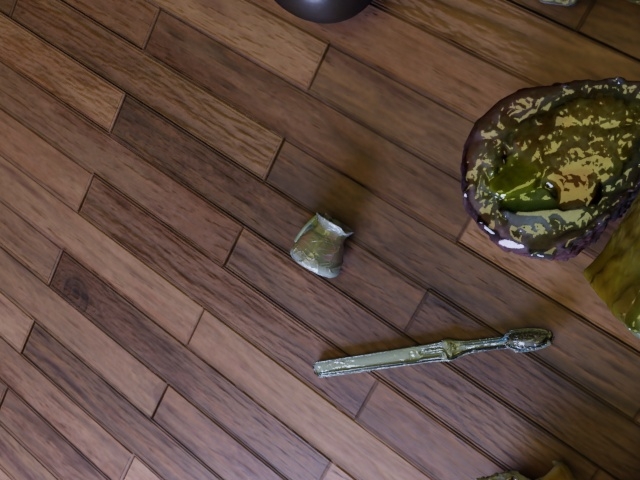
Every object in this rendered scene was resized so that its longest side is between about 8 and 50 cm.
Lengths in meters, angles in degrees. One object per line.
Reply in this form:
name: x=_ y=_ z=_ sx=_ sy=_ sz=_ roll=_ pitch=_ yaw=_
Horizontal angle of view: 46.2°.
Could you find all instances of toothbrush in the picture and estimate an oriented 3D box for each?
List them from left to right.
toothbrush: x=0.116 y=0.128 z=0.848 sx=0.294 sy=0.028 sz=0.026 roll=-13 pitch=86 yaw=31

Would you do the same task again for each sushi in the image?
sushi: x=0.243 y=-0.094 z=0.724 sx=0.161 sy=0.107 sz=0.241 roll=46 pitch=103 yaw=21

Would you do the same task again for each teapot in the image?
teapot: x=0.000 y=0.000 z=0.881 sx=0.083 sy=0.064 sz=0.064 roll=40 pitch=104 yaw=52

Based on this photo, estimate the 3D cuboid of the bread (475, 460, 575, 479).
bread: x=0.232 y=0.308 z=0.771 sx=0.119 sy=0.084 sz=0.177 roll=-35 pitch=82 yaw=25

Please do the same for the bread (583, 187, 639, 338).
bread: x=0.422 y=0.021 z=0.553 sx=0.395 sy=0.264 sz=0.239 roll=26 pitch=108 yaw=4

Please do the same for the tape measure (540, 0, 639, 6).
tape measure: x=0.322 y=-0.331 z=0.660 sx=0.265 sy=0.130 sz=0.258 roll=16 pitch=103 yaw=19

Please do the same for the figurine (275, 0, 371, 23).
figurine: x=-0.016 y=-0.330 z=0.816 sx=0.275 sy=0.161 sz=0.158 roll=32 pitch=70 yaw=19
